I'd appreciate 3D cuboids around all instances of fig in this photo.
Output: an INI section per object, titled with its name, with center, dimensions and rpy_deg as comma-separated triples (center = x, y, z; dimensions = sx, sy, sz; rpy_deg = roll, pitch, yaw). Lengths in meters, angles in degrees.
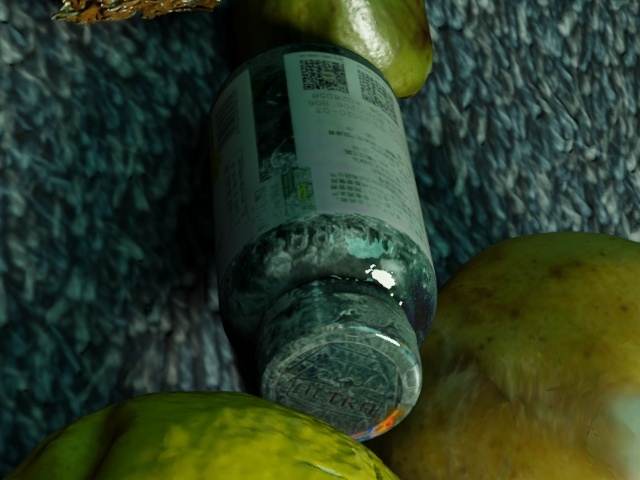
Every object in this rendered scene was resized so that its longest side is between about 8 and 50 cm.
[fig]
center = 0.007, -0.173, 1.359
dimensions = 0.144, 0.165, 0.154
rpy_deg = -18, 48, -9

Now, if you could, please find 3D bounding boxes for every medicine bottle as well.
[medicine bottle]
center = 0.000, 0.000, 1.213
dimensions = 0.141, 0.141, 0.293
rpy_deg = 29, 29, -26

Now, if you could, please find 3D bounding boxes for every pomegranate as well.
[pomegranate]
center = 0.171, 0.135, 1.279
dimensions = 0.307, 0.307, 0.307
rpy_deg = 17, 60, -33

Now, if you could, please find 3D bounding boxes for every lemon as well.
[lemon]
center = -0.057, 0.228, 1.038
dimensions = 0.297, 0.297, 0.297
rpy_deg = 17, 60, -33

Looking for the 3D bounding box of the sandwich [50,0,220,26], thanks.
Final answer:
[sandwich]
center = -0.141, -0.233, 1.324
dimensions = 0.235, 0.079, 0.159
rpy_deg = -12, 88, -38
